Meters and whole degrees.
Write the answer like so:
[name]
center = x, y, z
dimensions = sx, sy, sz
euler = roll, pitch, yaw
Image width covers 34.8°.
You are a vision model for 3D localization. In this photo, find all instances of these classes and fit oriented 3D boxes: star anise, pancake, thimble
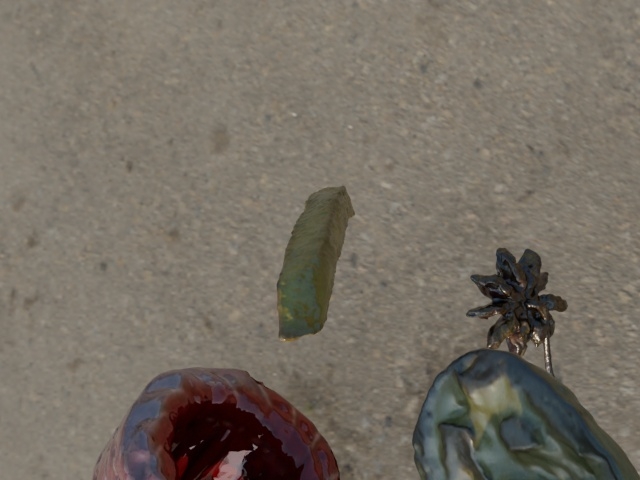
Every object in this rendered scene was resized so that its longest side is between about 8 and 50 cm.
[star anise]
center = 0.317, 0.111, 1.525
dimensions = 0.073, 0.234, 0.177
euler = -6, 53, 55
[pancake]
center = 0.189, 0.240, 0.943
dimensions = 0.294, 0.049, 0.295
euler = 27, 123, 52
[thimble]
center = -0.082, 0.197, 0.795
dimensions = 0.189, 0.163, 0.125
euler = 47, 133, 11

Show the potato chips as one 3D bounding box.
[potato chips]
center = 0.000, 0.000, 1.163
dimensions = 0.057, 0.407, 0.080
euler = -5, 108, 8
